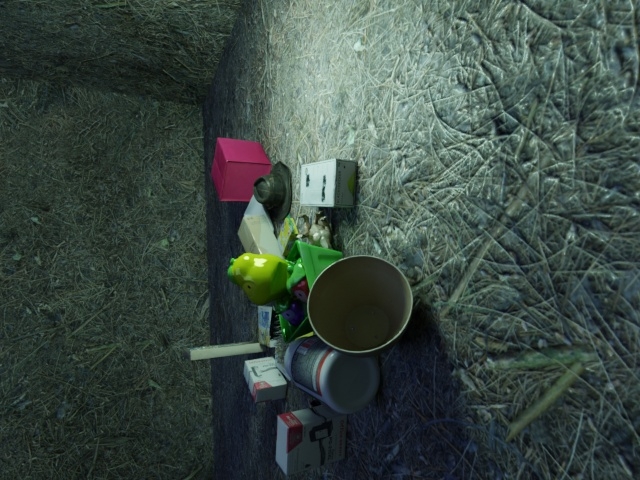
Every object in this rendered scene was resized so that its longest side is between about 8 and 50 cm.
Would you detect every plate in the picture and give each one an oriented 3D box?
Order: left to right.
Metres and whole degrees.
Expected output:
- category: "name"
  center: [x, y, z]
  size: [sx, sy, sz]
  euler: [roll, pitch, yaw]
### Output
- category: "plate"
  center: [-0.330, -0.096, 2.231]
  size: [0.277, 0.045, 0.278]
  euler: [-49, 56, 51]

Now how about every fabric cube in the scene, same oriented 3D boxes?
- category: "fabric cube"
  center: [-0.446, -0.388, 2.273]
  size: [0.258, 0.254, 0.259]
  euler: [59, 139, 43]

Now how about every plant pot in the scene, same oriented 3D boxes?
- category: "plant pot"
  center: [0.122, 0.213, 1.163]
  size: [0.191, 0.284, 0.284]
  euler: [69, 180, -54]

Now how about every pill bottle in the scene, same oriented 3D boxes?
- category: "pill bottle"
  center: [0.020, 0.430, 1.376]
  size: [0.363, 0.210, 0.210]
  euler: [-11, 80, 63]

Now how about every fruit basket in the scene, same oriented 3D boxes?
- category: "fruit basket"
  center: [-0.122, 0.169, 1.383]
  size: [0.392, 0.391, 0.283]
  euler: [-53, 44, 50]

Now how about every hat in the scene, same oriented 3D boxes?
- category: "hat"
  center: [-0.259, -0.248, 2.031]
  size: [0.331, 0.133, 0.332]
  euler: [2, 93, 63]

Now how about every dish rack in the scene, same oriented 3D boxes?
- category: "dish rack"
  center: [-0.164, 0.443, 1.793]
  size: [0.272, 0.074, 0.208]
  euler: [-113, 26, -49]

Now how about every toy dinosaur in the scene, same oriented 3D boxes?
- category: "toy dinosaur"
  center: [0.000, 0.000, 1.541]
  size: [0.296, 0.127, 0.200]
  euler: [-104, -10, -59]

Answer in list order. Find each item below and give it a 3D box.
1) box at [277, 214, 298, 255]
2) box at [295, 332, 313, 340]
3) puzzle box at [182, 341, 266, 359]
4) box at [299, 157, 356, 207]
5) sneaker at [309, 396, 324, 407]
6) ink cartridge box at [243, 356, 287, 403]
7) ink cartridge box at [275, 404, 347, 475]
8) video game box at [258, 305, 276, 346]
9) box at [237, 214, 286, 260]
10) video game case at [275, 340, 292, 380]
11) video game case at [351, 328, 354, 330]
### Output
- category: "box"
  center: [-0.152, -0.024, 1.914]
  size: [0.179, 0.043, 0.105]
  euler: [114, 145, -43]
- category: "box"
  center: [-0.074, 0.371, 1.732]
  size: [0.087, 0.058, 0.233]
  euler: [152, 116, -62]
- category: "puzzle box"
  center: [-0.537, 0.608, 2.265]
  size: [0.272, 0.408, 0.052]
  euler: [-22, 70, 60]
- category: "box"
  center: [0.022, -0.206, 1.518]
  size: [0.290, 0.087, 0.169]
  euler: [9, 97, 64]
- category: "sneaker"
  center: [-0.010, 0.600, 1.580]
  size: [0.072, 0.077, 0.178]
  euler: [-63, 36, 39]
- category: "ink cartridge box"
  center: [-0.276, 0.684, 2.018]
  size: [0.218, 0.158, 0.092]
  euler: [40, 126, 56]
- category: "ink cartridge box"
  center: [-0.029, 0.695, 1.443]
  size: [0.100, 0.237, 0.172]
  euler: [10, 98, 60]
- category: "video game box"
  center: [-0.282, 0.450, 2.161]
  size: [0.187, 0.048, 0.205]
  euler: [164, 105, -65]
- category: "box"
  center: [-0.296, 0.034, 2.054]
  size: [0.311, 0.121, 0.148]
  euler: [60, 141, 29]
- category: "video game case"
  center: [-0.171, 0.526, 1.959]
  size: [0.206, 0.026, 0.227]
  euler: [13, 101, 63]
- category: "video game case"
  center: [0.084, 0.216, 1.437]
  size: [0.232, 0.041, 0.210]
  euler: [-27, 65, 60]
